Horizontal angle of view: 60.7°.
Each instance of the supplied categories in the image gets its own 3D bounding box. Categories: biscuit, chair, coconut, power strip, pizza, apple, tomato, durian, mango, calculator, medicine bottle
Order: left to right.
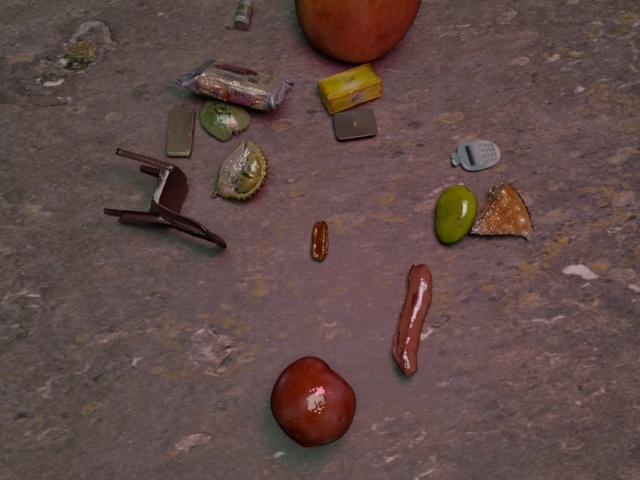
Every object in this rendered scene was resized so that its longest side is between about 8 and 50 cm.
[{"bbox_3d":[-0.392,-0.107,1.473,0.326,0.175,0.183,14,81,6],"label":"chair"},{"bbox_3d":[-0.412,-0.325,1.614,0.076,0.028,0.169,2,75,0],"label":"power strip"},{"bbox_3d":[-0.287,-0.361,1.615,0.157,0.055,0.133,6,71,2],"label":"coconut"},{"bbox_3d":[-0.246,-0.454,1.603,0.308,0.079,0.186,17,36,3],"label":"biscuit"},{"bbox_3d":[-0.224,-0.174,1.545,0.208,0.102,0.147,-35,73,13],"label":"durian"},{"bbox_3d":[-0.242,-0.714,1.727,0.047,0.047,0.083,11,72,2],"label":"medicine bottle"},{"bbox_3d":[-0.020,0.391,1.312,0.208,0.208,0.184,41,83,11],"label":"tomato"},{"bbox_3d":[0.114,-0.740,1.591,0.391,0.346,0.392,1,71,-3],"label":"apple"},{"bbox_3d":[0.378,-0.072,1.513,0.117,0.089,0.164,-4,78,43],"label":"mango"},{"bbox_3d":[0.457,-0.251,1.614,0.152,0.021,0.095,-12,73,-5],"label":"calculator"},{"bbox_3d":[0.497,-0.060,1.542,0.195,0.052,0.185,-24,82,-13],"label":"pizza"}]

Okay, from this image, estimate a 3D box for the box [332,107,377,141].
[{"bbox_3d":[0.102,-0.342,1.629,0.125,0.031,0.091,-10,73,-4],"label":"box"}]

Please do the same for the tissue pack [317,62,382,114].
[{"bbox_3d":[0.088,-0.456,1.635,0.175,0.062,0.095,-22,55,-7],"label":"tissue pack"}]

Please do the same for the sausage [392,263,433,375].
[{"bbox_3d":[0.246,0.205,1.445,0.078,0.078,0.305,14,72,3],"label":"sausage"}]

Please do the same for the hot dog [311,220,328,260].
[{"bbox_3d":[0.000,0.000,1.523,0.049,0.037,0.122,2,67,11],"label":"hot dog"}]
